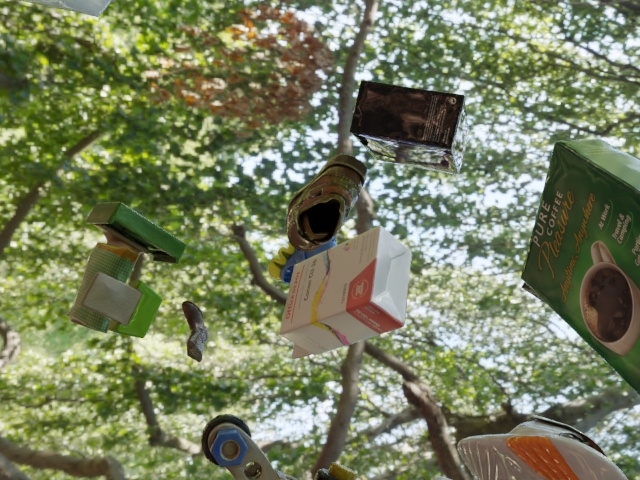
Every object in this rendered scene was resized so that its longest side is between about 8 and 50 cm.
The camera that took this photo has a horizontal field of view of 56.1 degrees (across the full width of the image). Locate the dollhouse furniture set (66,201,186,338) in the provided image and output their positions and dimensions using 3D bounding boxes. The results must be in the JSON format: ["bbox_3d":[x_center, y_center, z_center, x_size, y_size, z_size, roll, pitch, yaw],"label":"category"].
[{"bbox_3d":[-0.416,0.053,1.104,0.302,0.151,0.197,2,-116,47],"label":"dollhouse furniture set"}]

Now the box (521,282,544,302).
[{"bbox_3d":[0.405,0.009,0.910,0.093,0.156,0.158,35,-29,13],"label":"box"}]

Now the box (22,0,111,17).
[{"bbox_3d":[-0.310,-0.343,0.539,0.127,0.262,0.231,-46,-171,13],"label":"box"}]

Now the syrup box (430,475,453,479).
[{"bbox_3d":[0.177,0.265,0.424,0.093,0.237,0.096,-63,163,-53],"label":"syrup box"}]

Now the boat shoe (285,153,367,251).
[{"bbox_3d":[-0.012,-0.047,1.180,0.307,0.111,0.104,121,-8,-57],"label":"boat shoe"}]

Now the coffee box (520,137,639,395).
[{"bbox_3d":[0.192,0.025,0.346,0.184,0.041,0.113,-121,-153,-55],"label":"coffee box"}]

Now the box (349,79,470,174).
[{"bbox_3d":[0.178,-0.207,1.142,0.184,0.261,0.103,15,-89,17],"label":"box"}]

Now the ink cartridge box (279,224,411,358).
[{"bbox_3d":[0.017,0.074,0.775,0.198,0.067,0.115,-27,-141,39],"label":"ink cartridge box"}]

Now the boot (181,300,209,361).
[{"bbox_3d":[-0.274,0.194,1.281,0.106,0.037,0.114,62,10,-17],"label":"boot"}]

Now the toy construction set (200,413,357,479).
[{"bbox_3d":[-0.073,0.371,0.723,0.309,0.237,0.257,131,-24,-53],"label":"toy construction set"}]

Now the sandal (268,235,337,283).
[{"bbox_3d":[0.000,0.000,1.550,0.138,0.126,0.317,39,-73,32],"label":"sandal"}]

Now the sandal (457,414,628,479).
[{"bbox_3d":[0.283,0.271,0.777,0.102,0.076,0.265,59,-29,-4],"label":"sandal"}]
